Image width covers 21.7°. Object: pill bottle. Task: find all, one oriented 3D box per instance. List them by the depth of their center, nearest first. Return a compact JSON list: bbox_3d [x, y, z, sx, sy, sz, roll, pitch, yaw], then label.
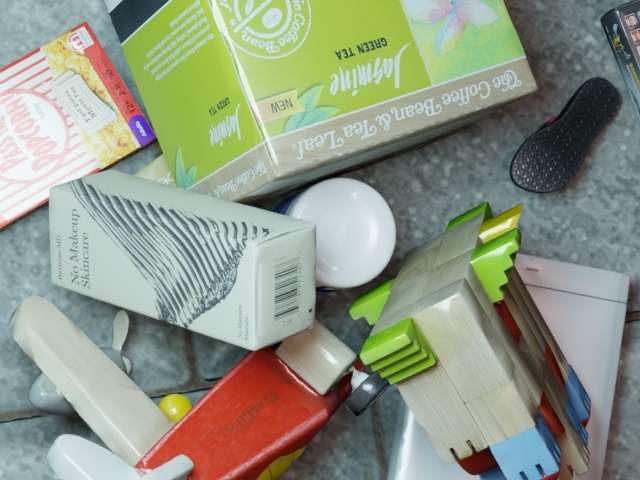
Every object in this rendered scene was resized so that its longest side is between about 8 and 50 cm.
[{"bbox_3d":[0.000,0.000,1.733,0.112,0.187,0.112,1,85,-16],"label":"pill bottle"}]

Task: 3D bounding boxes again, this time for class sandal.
[{"bbox_3d":[0.274,-0.113,1.880,0.067,0.040,0.179,48,64,-8],"label":"sandal"}]

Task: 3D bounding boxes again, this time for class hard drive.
[{"bbox_3d":[0.201,0.191,1.827,0.233,0.047,0.353,11,83,-9],"label":"hard drive"}]

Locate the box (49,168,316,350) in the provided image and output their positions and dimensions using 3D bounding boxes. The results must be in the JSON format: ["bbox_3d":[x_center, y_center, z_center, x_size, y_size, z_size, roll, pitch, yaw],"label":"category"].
[{"bbox_3d":[-0.136,0.014,1.611,0.094,0.275,0.113,-20,116,-48],"label":"box"}]

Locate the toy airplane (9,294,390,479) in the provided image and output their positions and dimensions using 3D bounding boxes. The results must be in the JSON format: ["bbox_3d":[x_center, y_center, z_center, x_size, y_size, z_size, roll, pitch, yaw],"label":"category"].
[{"bbox_3d":[-0.122,0.239,1.647,0.384,0.272,0.386,10,49,-22],"label":"toy airplane"}]

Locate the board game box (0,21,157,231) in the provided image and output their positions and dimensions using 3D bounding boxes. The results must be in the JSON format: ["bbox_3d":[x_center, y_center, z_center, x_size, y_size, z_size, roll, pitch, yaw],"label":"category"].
[{"bbox_3d":[-0.294,-0.120,1.766,0.193,0.045,0.147,-32,91,-12],"label":"board game box"}]

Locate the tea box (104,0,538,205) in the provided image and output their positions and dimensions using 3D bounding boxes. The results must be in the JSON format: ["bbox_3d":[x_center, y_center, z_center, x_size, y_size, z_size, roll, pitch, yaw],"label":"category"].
[{"bbox_3d":[-0.011,-0.229,1.701,0.329,0.220,0.323,-21,89,-30],"label":"tea box"}]

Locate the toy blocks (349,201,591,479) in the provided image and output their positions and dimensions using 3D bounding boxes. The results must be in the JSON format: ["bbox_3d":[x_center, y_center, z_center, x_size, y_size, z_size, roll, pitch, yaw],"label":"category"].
[{"bbox_3d":[0.172,0.139,1.651,0.191,0.381,0.261,-28,99,16],"label":"toy blocks"}]

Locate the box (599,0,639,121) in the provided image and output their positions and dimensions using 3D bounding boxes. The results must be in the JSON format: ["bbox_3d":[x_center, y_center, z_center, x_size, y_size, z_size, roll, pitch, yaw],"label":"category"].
[{"bbox_3d":[0.447,-0.183,1.906,0.183,0.056,0.231,-20,88,-11],"label":"box"}]

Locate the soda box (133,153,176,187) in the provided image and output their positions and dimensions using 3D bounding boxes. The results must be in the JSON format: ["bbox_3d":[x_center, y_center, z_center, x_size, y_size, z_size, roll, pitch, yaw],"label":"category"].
[{"bbox_3d":[-0.154,-0.065,1.778,0.181,0.061,0.058,-36,91,-12],"label":"soda box"}]
